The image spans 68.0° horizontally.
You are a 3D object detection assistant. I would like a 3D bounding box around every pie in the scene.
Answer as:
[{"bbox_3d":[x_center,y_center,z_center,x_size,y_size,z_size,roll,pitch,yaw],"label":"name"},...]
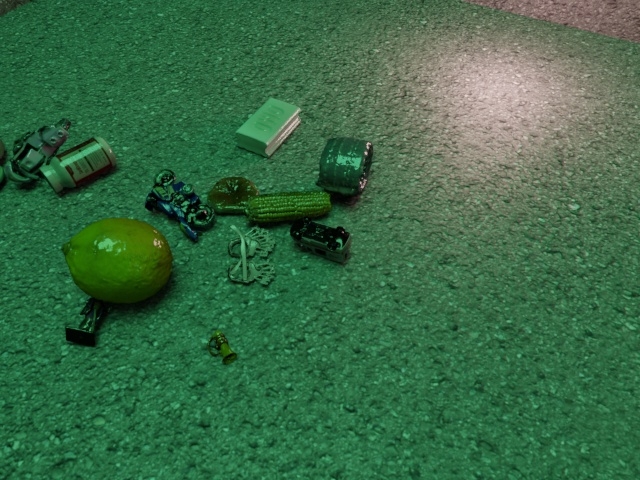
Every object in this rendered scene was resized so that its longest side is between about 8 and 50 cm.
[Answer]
[{"bbox_3d":[-0.324,-0.169,1.764,0.195,0.046,0.195,0,50,0],"label":"pie"}]

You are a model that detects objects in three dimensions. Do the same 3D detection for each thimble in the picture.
[{"bbox_3d":[0.089,-0.269,1.740,0.172,0.205,0.236,11,49,12],"label":"thimble"}]

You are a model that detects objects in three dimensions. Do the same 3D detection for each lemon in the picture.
[{"bbox_3d":[-0.604,0.061,1.433,0.321,0.268,0.268,3,46,-32],"label":"lemon"}]

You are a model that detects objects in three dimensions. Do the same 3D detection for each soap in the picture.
[{"bbox_3d":[-0.214,-0.474,1.976,0.159,0.087,0.265,23,56,18],"label":"soap"}]

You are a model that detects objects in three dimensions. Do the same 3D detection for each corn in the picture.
[{"bbox_3d":[-0.116,-0.122,1.689,0.317,0.115,0.115,-6,52,-12],"label":"corn"}]

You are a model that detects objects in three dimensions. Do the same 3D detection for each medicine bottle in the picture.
[{"bbox_3d":[-0.919,-0.289,1.807,0.250,0.131,0.131,-38,60,-26],"label":"medicine bottle"}]

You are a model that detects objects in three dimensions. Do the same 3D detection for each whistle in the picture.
[{"bbox_3d":[-0.293,0.315,1.397,0.046,0.057,0.109,16,22,-48],"label":"whistle"}]

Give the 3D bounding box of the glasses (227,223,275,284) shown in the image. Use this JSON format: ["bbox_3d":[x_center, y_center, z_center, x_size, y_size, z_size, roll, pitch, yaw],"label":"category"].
[{"bbox_3d":[-0.226,0.035,1.576,0.162,0.095,0.255,0,54,-11],"label":"glasses"}]

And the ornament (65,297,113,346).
[{"bbox_3d":[-0.682,0.218,1.445,0.081,0.088,0.203,22,41,-7],"label":"ornament"}]

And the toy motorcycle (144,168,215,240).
[{"bbox_3d":[-0.516,-0.126,1.697,0.315,0.113,0.169,41,73,18],"label":"toy motorcycle"}]

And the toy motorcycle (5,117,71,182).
[{"bbox_3d":[-1.077,-0.332,1.803,0.327,0.143,0.188,-36,41,8],"label":"toy motorcycle"}]

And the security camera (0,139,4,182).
[{"bbox_3d":[-1.312,-0.294,1.839,0.157,0.080,0.301,-23,55,-3],"label":"security camera"}]

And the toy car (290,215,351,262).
[{"bbox_3d":[0.000,0.000,1.596,0.209,0.108,0.089,17,56,18],"label":"toy car"}]
